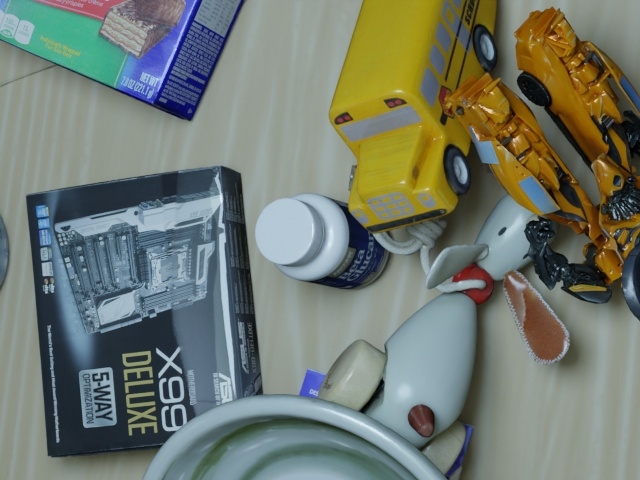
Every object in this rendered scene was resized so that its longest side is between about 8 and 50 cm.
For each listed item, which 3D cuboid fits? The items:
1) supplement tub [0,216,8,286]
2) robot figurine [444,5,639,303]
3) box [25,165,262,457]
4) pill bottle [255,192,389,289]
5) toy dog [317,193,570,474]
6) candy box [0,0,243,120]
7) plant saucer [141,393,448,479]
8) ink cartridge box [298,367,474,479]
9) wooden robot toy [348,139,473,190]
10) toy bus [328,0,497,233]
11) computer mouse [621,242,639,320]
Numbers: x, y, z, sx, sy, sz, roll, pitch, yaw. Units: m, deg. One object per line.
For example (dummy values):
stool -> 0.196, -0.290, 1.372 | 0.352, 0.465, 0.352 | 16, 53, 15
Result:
supplement tub -> -0.504, 0.006, 1.694 | 0.194, 0.316, 0.193 | -1, 86, 17
robot figurine -> 0.263, -0.076, 1.514 | 0.211, 0.085, 0.291 | -45, 108, -17
box -> -0.199, 0.084, 1.721 | 0.242, 0.076, 0.307 | -7, 84, 16
pill bottle -> 0.000, 0.000, 1.613 | 0.094, 0.169, 0.094 | -3, 82, 26
toy dog -> 0.139, 0.093, 1.541 | 0.220, 0.161, 0.333 | 16, 87, -16
candy box -> -0.217, -0.337, 1.735 | 0.268, 0.122, 0.317 | 24, 92, 17
plant saucer -> -0.001, 0.333, 1.572 | 0.400, 0.100, 0.400 | 7, 110, 20
ink cartridge box -> 0.040, 0.269, 1.653 | 0.206, 0.045, 0.208 | 17, 90, 18
wooden robot toy -> 0.099, -0.092, 1.644 | 0.173, 0.079, 0.076 | -18, 81, 15
toy bus -> 0.097, -0.170, 1.548 | 0.108, 0.130, 0.332 | -13, 43, 33
computer mouse -> 0.410, 0.080, 1.502 | 0.262, 0.060, 0.184 | -8, 81, -23
